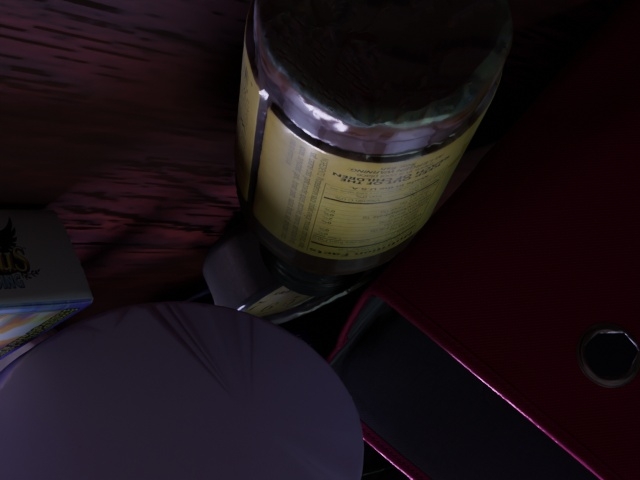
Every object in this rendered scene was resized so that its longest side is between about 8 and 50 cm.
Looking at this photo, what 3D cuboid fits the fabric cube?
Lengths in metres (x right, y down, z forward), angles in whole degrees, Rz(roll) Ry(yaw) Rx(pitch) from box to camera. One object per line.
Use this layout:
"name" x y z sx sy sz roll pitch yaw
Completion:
"fabric cube" 0.182 0.053 0.980 0.258 0.254 0.259 -47 174 -19

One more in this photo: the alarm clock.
"alarm clock" 0.000 0.000 1.039 0.192 0.064 0.129 -30 167 31

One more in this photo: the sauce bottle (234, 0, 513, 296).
"sauce bottle" 0.010 -0.047 0.773 0.111 0.111 0.344 -22 169 -11

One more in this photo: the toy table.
"toy table" -0.122 0.142 0.932 0.274 0.252 0.161 9 152 -41

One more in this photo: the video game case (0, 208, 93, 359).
"video game case" -0.289 0.069 0.778 0.269 0.061 0.244 -31 166 24

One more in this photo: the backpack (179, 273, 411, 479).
"backpack" 0.000 0.132 1.205 0.253 0.225 0.191 -15 168 -25
